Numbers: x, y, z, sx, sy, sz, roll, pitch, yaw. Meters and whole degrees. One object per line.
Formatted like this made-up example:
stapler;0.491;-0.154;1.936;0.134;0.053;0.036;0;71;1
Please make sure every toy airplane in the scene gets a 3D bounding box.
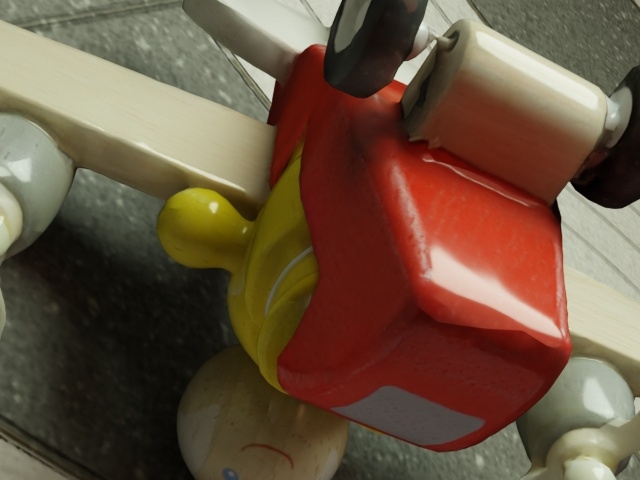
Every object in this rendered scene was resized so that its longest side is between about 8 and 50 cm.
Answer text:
toy airplane;0.000;0.000;0.721;0.386;0.272;0.384;28;8;28
